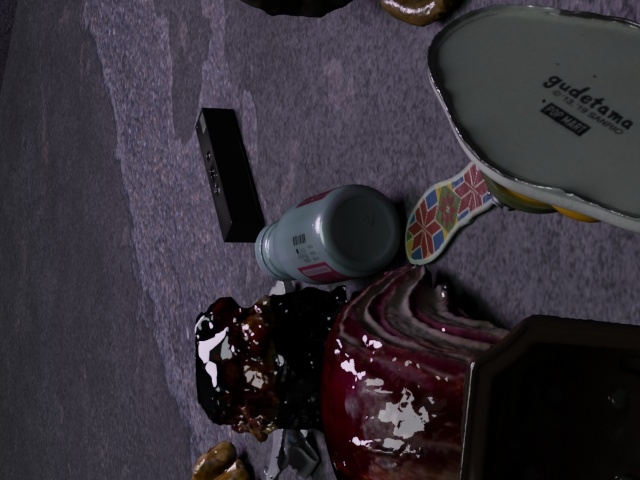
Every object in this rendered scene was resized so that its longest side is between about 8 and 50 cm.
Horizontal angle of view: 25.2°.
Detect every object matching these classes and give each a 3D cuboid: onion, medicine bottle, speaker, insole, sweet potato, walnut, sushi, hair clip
[{"bbox_3d":[0.073,0.181,1.208,0.314,0.146,0.280,28,116,61],"label":"onion"},{"bbox_3d":[0.000,0.000,1.452,0.216,0.090,0.090,165,104,-67],"label":"medicine bottle"},{"bbox_3d":[-0.116,-0.083,1.790,0.040,0.046,0.191,117,145,-46],"label":"speaker"},{"bbox_3d":[0.116,-0.028,1.282,0.193,0.006,0.065,136,130,-61],"label":"insole"},{"bbox_3d":[0.086,-0.220,1.320,0.153,0.038,0.041,24,134,64],"label":"sweet potato"},{"bbox_3d":[-0.131,0.339,1.791,0.143,0.069,0.170,-130,42,-55],"label":"walnut"},{"bbox_3d":[-0.046,0.122,1.415,0.172,0.150,0.153,103,165,-84],"label":"sushi"},{"bbox_3d":[-0.047,0.166,1.619,0.140,0.054,0.220,113,151,-52],"label":"hair clip"}]

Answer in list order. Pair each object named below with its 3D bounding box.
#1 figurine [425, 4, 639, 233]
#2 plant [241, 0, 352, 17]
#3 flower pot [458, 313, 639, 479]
[{"bbox_3d":[0.180,-0.046,0.995,0.250,0.166,0.141,51,160,39],"label":"figurine"},{"bbox_3d":[-0.052,-0.362,1.457,0.276,0.188,0.199,-113,33,-43],"label":"plant"},{"bbox_3d":[0.176,0.168,0.961,0.084,0.179,0.251,-77,-8,-81],"label":"flower pot"}]
